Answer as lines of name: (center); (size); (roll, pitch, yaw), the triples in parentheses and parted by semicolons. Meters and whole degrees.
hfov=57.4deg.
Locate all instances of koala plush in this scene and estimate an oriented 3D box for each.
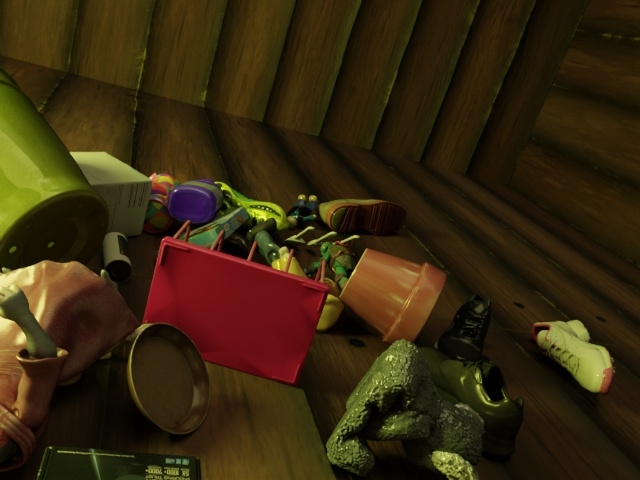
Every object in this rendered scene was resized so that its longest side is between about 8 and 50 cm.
koala plush: (0.160, 0.288, 0.917); (0.221, 0.203, 0.196); (33, 22, 7)

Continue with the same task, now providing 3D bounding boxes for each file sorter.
file sorter: (-0.149, 0.101, 1.086); (0.291, 0.202, 0.182); (17, 18, -4)

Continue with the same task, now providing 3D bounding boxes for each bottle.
bottle: (-0.310, -0.107, 1.506); (0.118, 0.092, 0.283); (10, 10, -3)

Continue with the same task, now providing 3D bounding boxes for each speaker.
speaker: (-0.430, 0.034, 1.231); (0.055, 0.055, 0.136); (8, 22, -26)

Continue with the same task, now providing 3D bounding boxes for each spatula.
spatula: (0.000, 0.000, 1.568); (0.168, 0.019, 0.242); (12, -10, -14)

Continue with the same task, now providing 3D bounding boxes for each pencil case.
pencil case: (-0.424, -0.102, 1.532); (0.104, 0.104, 0.236); (13, 20, -14)

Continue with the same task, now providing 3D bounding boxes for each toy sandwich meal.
toy sandwich meal: (0.013, 0.125, 1.343); (0.029, 0.085, 0.085); (-14, 36, -43)

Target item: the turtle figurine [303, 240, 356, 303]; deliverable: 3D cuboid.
turtle figurine: (0.039, 0.074, 1.464); (0.175, 0.118, 0.234); (5, 29, -32)

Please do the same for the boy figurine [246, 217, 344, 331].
boy figurine: (-0.059, 0.076, 1.304); (0.092, 0.177, 0.285); (-35, 61, -14)

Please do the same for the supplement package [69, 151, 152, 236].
supplement package: (-0.542, -0.104, 1.354); (0.194, 0.149, 0.203); (29, 22, 27)

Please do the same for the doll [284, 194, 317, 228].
doll: (-0.072, -0.087, 1.854); (0.129, 0.046, 0.189); (4, 29, 15)

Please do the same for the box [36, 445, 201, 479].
box: (-0.226, 0.313, 0.642); (0.180, 0.077, 0.147); (12, 21, -18)

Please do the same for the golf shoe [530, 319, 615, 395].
golf shoe: (0.612, 0.284, 1.436); (0.140, 0.115, 0.306); (8, 13, 2)

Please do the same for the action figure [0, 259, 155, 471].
action figure: (-0.401, 0.189, 0.761); (0.275, 0.248, 0.370); (56, 14, -33)

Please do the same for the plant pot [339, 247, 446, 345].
plant pot: (0.149, 0.115, 1.279); (0.180, 0.201, 0.201); (29, 21, 5)

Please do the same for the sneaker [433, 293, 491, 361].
sneaker: (0.340, 0.202, 1.359); (0.107, 0.124, 0.283); (22, 20, 12)

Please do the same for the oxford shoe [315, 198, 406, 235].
oxford shoe: (0.143, -0.097, 1.987); (0.348, 0.123, 0.130); (4, 19, -36)

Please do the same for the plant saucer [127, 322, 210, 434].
plant saucer: (-0.229, 0.207, 0.870); (0.168, 0.029, 0.168); (50, 25, -34)

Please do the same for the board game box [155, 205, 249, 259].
board game box: (-0.274, -0.014, 1.384); (0.160, 0.039, 0.211); (-20, 12, 16)

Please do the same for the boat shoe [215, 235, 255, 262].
boat shoe: (-0.199, 0.045, 1.343); (0.112, 0.095, 0.335); (14, 20, -11)

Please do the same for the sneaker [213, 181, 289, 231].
sneaker: (-0.221, -0.079, 1.682); (0.295, 0.109, 0.123); (22, -7, 22)

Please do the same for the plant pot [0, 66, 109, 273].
plant pot: (-0.586, -0.087, 1.047); (0.353, 0.366, 0.366); (37, 24, 16)

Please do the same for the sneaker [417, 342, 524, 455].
sneaker: (0.286, 0.272, 1.122); (0.109, 0.130, 0.286); (2, 24, -33)
